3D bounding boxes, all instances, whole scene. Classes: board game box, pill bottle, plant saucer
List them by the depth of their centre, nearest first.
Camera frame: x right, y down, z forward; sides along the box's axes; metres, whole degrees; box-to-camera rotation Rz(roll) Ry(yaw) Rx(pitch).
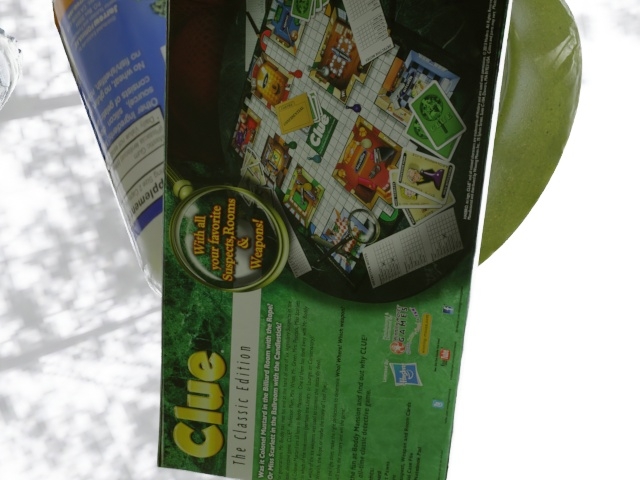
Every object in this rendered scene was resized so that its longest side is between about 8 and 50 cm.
[{"bbox_3d":[0.000,0.000,0.768,0.136,0.030,0.260,8,-57,5],"label":"board game box"},{"bbox_3d":[-0.052,-0.053,1.089,0.152,0.152,0.272,-32,-110,30],"label":"pill bottle"},{"bbox_3d":[0.076,-0.080,1.240,0.241,0.037,0.241,-32,-136,38],"label":"plant saucer"}]

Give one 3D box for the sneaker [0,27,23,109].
[{"bbox_3d":[-0.305,-0.077,1.429,0.110,0.122,0.283,14,-29,-11],"label":"sneaker"}]
